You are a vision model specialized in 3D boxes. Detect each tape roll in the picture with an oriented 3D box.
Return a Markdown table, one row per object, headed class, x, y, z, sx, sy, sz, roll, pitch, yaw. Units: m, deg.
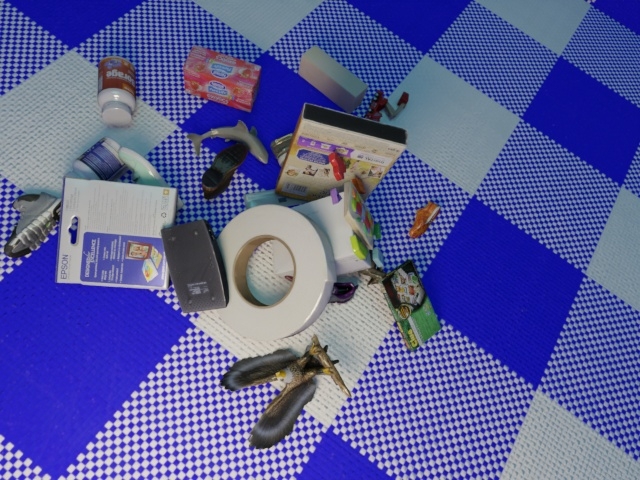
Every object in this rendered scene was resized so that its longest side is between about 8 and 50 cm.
| class | x | y | z | sx | sy | sz | roll | pitch | yaw |
| --- | --- | --- | --- | --- | --- | --- | --- | --- | --- |
| tape roll | -0.146 | 0.091 | 1.307 | 0.391 | 0.072 | 0.393 | -3 | 82 | 24 |

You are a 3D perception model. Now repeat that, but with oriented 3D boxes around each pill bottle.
| class | x | y | z | sx | sy | sz | roll | pitch | yaw |
| --- | --- | --- | --- | --- | --- | --- | --- | --- | --- |
| pill bottle | -0.703 | -0.227 | 1.428 | 0.112 | 0.112 | 0.187 | 35 | 64 | 5 |
| pill bottle | -0.691 | -0.506 | 1.549 | 0.121 | 0.121 | 0.216 | -5 | 68 | -14 |

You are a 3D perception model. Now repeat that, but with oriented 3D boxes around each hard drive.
| class | x | y | z | sx | sy | sz | roll | pitch | yaw |
| --- | --- | --- | --- | --- | --- | --- | --- | --- | --- |
| hard drive | -0.352 | 0.074 | 1.301 | 0.171 | 0.054 | 0.255 | -11 | 97 | 23 |

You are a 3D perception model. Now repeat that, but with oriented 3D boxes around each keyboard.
| class | x | y | z | sx | sy | sz | roll | pitch | yaw |
| --- | --- | --- | --- | --- | --- | --- | --- | --- | --- |
| keyboard | -0.134 | -0.147 | 1.572 | 0.255 | 0.014 | 0.072 | -12 | 75 | -16 |

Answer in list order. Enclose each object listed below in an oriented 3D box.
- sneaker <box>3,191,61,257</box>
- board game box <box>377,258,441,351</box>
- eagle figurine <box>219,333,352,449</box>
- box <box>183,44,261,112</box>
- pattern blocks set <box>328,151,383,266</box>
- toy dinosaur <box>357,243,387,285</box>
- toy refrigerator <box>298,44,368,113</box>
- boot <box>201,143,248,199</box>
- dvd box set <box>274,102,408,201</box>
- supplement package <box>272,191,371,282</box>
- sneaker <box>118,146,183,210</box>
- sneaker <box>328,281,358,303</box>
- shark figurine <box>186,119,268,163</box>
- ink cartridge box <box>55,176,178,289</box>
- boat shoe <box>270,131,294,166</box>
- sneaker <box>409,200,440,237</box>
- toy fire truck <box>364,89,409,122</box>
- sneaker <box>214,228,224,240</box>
| class | x | y | z | sx | sy | sz | roll | pitch | yaw |
| --- | --- | --- | --- | --- | --- | --- | --- | --- | --- |
| sneaker | -0.870 | -0.057 | 1.343 | 0.132 | 0.086 | 0.229 | 25 | 54 | 5 |
| board game box | 0.282 | 0.204 | 1.428 | 0.136 | 0.030 | 0.260 | -31 | 105 | -25 |
| eagle figurine | -0.099 | 0.394 | 1.269 | 0.298 | 0.225 | 0.226 | -35 | 31 | 6 |
| box | -0.354 | -0.584 | 1.651 | 0.256 | 0.128 | 0.123 | 17 | 64 | -5 |
| pattern blocks set | 0.113 | -0.075 | 1.324 | 0.026 | 0.325 | 0.286 | -16 | 57 | 24 |
| toy dinosaur | 0.136 | 0.032 | 1.495 | 0.120 | 0.160 | 0.314 | -29 | 57 | 15 |
| toy refrigerator | 0.049 | -0.627 | 1.771 | 0.269 | 0.102 | 0.094 | 39 | 65 | 7 |
| boot | -0.325 | -0.229 | 1.521 | 0.082 | 0.106 | 0.219 | 37 | 59 | 1 |
| dvd box set | 0.044 | -0.234 | 1.409 | 0.307 | 0.420 | 0.062 | 11 | 65 | -11 |
| supplement package | 0.000 | 0.000 | 1.393 | 0.261 | 0.145 | 0.204 | -15 | 65 | 22 |
| sneaker | -0.564 | -0.158 | 1.405 | 0.151 | 0.094 | 0.256 | -46 | 105 | -23 |
| sneaker | 0.004 | 0.159 | 1.416 | 0.223 | 0.098 | 0.083 | -8 | 68 | -15 |
| shark figurine | -0.311 | -0.372 | 1.578 | 0.277 | 0.116 | 0.167 | 8 | 64 | -11 |
| ink cartridge box | -0.586 | -0.019 | 1.330 | 0.306 | 0.072 | 0.304 | 5 | 91 | -9 |
| boat shoe | -0.034 | -0.369 | 1.636 | 0.304 | 0.109 | 0.091 | -29 | 80 | -18 |
| sneaker | 0.360 | -0.072 | 1.625 | 0.067 | 0.064 | 0.175 | 30 | 57 | 24 |
| toy fire truck | 0.262 | -0.526 | 1.801 | 0.135 | 0.047 | 0.192 | 25 | 65 | -2 |
| sneaker | -0.350 | 0.015 | 1.421 | 0.082 | 0.069 | 0.209 | 35 | 64 | 9 |
